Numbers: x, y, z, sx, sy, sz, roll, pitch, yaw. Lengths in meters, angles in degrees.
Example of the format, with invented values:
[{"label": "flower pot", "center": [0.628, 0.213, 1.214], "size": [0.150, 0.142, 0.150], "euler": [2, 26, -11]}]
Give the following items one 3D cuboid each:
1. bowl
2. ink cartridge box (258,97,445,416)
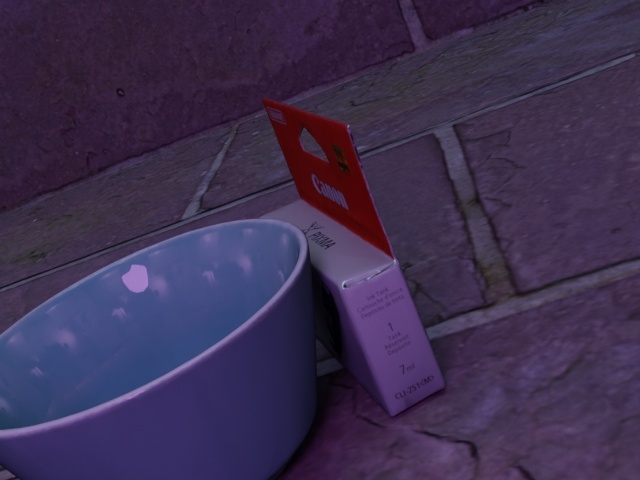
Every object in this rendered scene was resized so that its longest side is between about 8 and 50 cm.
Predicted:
[{"label": "bowl", "center": [-0.125, 0.125, 0.737], "size": [0.312, 0.163, 0.311], "euler": [-21, 19, 8]}, {"label": "ink cartridge box", "center": [0.000, 0.000, 0.807], "size": [0.060, 0.238, 0.275], "euler": [-26, 19, -10]}]
